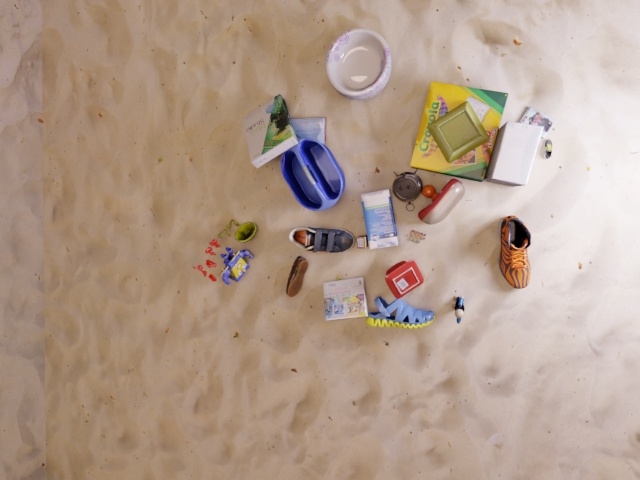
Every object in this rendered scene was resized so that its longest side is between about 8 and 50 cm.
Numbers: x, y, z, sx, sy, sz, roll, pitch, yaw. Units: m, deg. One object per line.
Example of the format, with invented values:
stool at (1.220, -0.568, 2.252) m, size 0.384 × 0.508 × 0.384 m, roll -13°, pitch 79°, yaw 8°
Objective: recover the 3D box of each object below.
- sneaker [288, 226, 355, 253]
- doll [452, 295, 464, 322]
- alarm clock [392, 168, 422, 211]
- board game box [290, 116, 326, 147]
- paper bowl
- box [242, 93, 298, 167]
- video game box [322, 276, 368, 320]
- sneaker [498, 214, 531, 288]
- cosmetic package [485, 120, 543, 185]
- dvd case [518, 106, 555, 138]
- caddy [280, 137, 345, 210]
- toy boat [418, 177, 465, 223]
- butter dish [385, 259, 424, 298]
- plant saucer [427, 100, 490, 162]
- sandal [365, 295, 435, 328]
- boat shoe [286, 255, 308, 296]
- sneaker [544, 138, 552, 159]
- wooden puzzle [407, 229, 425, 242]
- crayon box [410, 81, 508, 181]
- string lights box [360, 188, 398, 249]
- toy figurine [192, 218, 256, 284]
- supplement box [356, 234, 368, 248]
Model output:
sneaker at (0.000, 0.000, 1.918) m, size 0.321 × 0.127 × 0.126 m, roll 4°, pitch 95°, yaw 13°
doll at (0.604, 0.300, 1.750) m, size 0.046 × 0.189 × 0.129 m, roll 7°, pitch 97°, yaw 14°
alarm clock at (0.393, -0.220, 1.808) m, size 0.129 × 0.064 × 0.192 m, roll -4°, pitch 114°, yaw 26°
board game box at (-0.112, -0.516, 1.943) m, size 0.281 × 0.027 × 0.145 m, roll 2°, pitch 96°, yaw 15°
paper bowl at (0.173, -0.768, 1.777) m, size 0.284 × 0.148 × 0.284 m, roll 2°, pitch 97°, yaw 15°
box at (-0.243, -0.516, 1.880) m, size 0.232 × 0.058 × 0.322 m, roll -28°, pitch 56°, yaw 16°
video game box at (0.118, 0.283, 1.920) m, size 0.205 × 0.048 × 0.187 m, roll -9°, pitch 67°, yaw 16°
sneaker at (0.812, 0.057, 1.673) m, size 0.124 × 0.180 × 0.321 m, roll -13°, pitch 92°, yaw 16°
cosmetic package at (0.768, -0.340, 1.621) m, size 0.138 × 0.224 × 0.225 m, roll 13°, pitch 98°, yaw 13°
dvd case at (0.902, -0.492, 1.679) m, size 0.119 × 0.013 × 0.087 m, roll 32°, pitch 103°, yaw 11°
caddy at (-0.034, -0.303, 1.852) m, size 0.241 × 0.179 × 0.341 m, roll -30°, pitch 92°, yaw 18°
toy boat at (0.508, -0.185, 1.758) m, size 0.151 × 0.151 × 0.231 m, roll 44°, pitch 105°, yaw 25°
butter dish at (0.367, 0.158, 1.842) m, size 0.159 × 0.118 × 0.160 m, roll -34°, pitch 122°, yaw 0°
plant saucer at (0.565, -0.446, 1.648) m, size 0.188 × 0.045 × 0.188 m, roll -30°, pitch 87°, yaw 18°
sandal at (0.365, 0.331, 1.857) m, size 0.317 × 0.126 × 0.138 m, roll 0°, pitch 92°, yaw 14°
boat shoe at (-0.122, 0.178, 2.002) m, size 0.073 × 0.073 × 0.207 m, roll 33°, pitch 103°, yaw 48°
sneaker at (0.949, -0.379, 1.666) m, size 0.031 × 0.035 × 0.083 m, roll -1°, pitch 95°, yaw 14°
wooden puzzle at (0.443, -0.018, 1.855) m, size 0.083 × 0.006 × 0.049 m, roll 19°, pitch 100°, yaw 12°
crayon box at (0.583, -0.461, 1.719) m, size 0.313 × 0.106 × 0.363 m, roll 14°, pitch 99°, yaw 13°
string lights box at (0.274, -0.096, 1.856) m, size 0.133 × 0.077 × 0.260 m, roll -9°, pitch 93°, yaw 16°
toy figurine at (-0.444, 0.095, 2.049) m, size 0.191 × 0.217 × 0.363 m, roll 12°, pitch 55°, yaw 27°
supplement box at (0.197, 0.006, 1.884) m, size 0.043 × 0.083 × 0.055 m, roll -3°, pitch 95°, yaw 16°
